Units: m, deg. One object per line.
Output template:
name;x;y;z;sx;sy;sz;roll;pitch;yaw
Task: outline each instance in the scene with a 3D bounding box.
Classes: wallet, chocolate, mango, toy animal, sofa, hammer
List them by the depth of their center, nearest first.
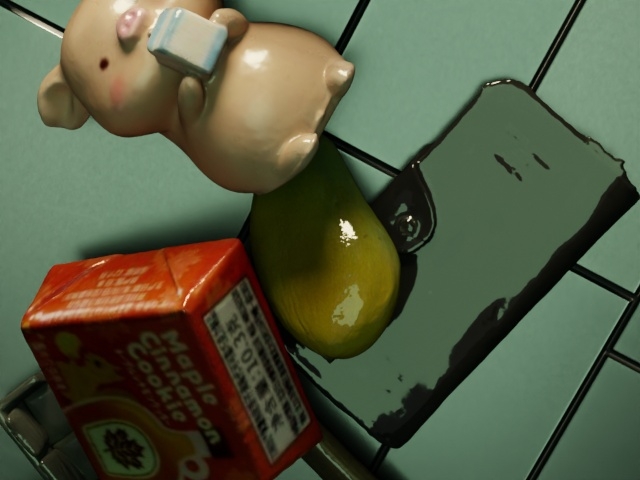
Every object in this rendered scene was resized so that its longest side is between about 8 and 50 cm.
toy animal;-0.120;-0.152;1.257;0.256;0.213;0.195;31;81;-7
chocolate;-0.149;0.130;1.300;0.235;0.108;0.237;-7;116;29
mango;-0.005;0.005;1.312;0.137;0.091;0.237;-36;59;12
wallet;0.132;0.020;1.358;0.197;0.051;0.377;43;98;-2
hammer;-0.030;0.182;1.370;0.440;0.044;0.168;47;129;-8
sofa;-0.267;0.206;1.405;0.085;0.060;0.147;-34;96;7
